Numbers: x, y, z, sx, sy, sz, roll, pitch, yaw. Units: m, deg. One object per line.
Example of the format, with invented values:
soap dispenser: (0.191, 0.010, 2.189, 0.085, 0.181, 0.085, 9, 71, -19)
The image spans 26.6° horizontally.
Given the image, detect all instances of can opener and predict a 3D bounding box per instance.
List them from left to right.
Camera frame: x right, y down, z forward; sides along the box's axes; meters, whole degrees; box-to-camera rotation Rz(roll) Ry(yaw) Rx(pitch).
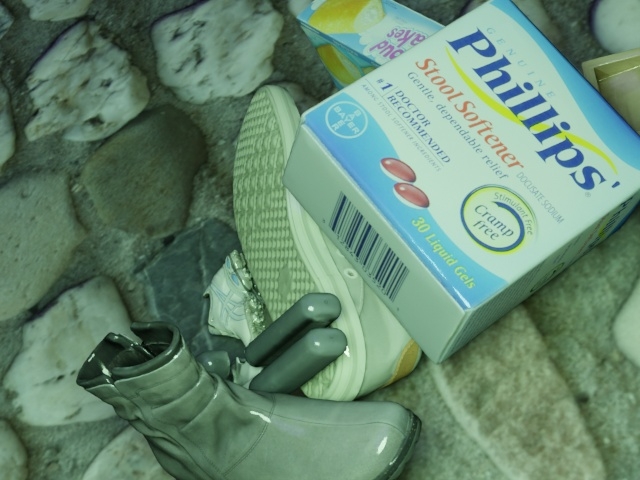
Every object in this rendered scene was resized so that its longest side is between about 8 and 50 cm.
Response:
can opener: (-0.073, 0.134, 1.426, 0.283, 0.095, 0.076, -44, 50, 55)

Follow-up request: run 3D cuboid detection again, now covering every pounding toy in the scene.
pounding toy: (0.400, -0.114, 1.484, 0.181, 0.094, 0.206, -14, 55, 12)

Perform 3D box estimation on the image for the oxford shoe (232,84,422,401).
oxford shoe: (0.000, 0.000, 1.544, 0.130, 0.169, 0.449, 1, 46, -26)

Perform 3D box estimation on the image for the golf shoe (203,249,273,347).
golf shoe: (-0.092, 0.097, 1.599, 0.086, 0.069, 0.176, -43, 37, 18)

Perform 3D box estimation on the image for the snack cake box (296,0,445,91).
snack cake box: (0.102, -0.213, 1.691, 0.089, 0.152, 0.264, -43, 44, -11)

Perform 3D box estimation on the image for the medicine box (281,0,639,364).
medicine box: (0.155, -0.069, 1.411, 0.289, 0.149, 0.263, -34, 74, -23)

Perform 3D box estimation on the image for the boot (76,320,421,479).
boot: (-0.086, 0.170, 1.345, 0.338, 0.223, 0.118, -16, 35, 38)
